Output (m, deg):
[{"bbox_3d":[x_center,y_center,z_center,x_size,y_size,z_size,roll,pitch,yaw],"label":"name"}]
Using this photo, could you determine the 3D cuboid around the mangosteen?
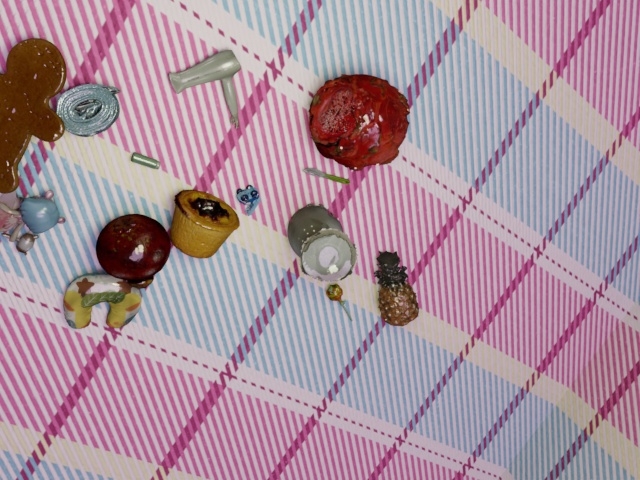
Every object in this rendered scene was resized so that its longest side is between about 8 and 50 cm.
[{"bbox_3d":[-0.556,0.044,1.806,0.215,0.215,0.257,-17,137,-13],"label":"mangosteen"}]

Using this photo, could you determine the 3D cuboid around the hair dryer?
[{"bbox_3d":[-0.310,-0.427,1.778,0.206,0.075,0.237,-24,126,-1],"label":"hair dryer"}]

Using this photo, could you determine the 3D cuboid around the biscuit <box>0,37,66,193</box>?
[{"bbox_3d":[-0.821,-0.341,1.593,0.283,0.064,0.432,34,97,-9],"label":"biscuit"}]

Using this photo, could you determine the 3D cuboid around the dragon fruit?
[{"bbox_3d":[0.121,-0.364,1.827,0.302,0.295,0.295,8,109,-26],"label":"dragon fruit"}]

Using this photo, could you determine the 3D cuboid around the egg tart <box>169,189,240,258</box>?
[{"bbox_3d":[-0.365,-0.049,1.834,0.215,0.215,0.171,18,116,-26],"label":"egg tart"}]

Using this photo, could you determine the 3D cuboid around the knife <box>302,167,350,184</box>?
[{"bbox_3d":[0.020,-0.217,2.001,0.184,0.026,0.022,13,146,-27],"label":"knife"}]

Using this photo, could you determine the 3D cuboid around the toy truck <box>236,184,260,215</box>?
[{"bbox_3d":[-0.231,-0.128,1.932,0.073,0.056,0.090,-23,131,-16],"label":"toy truck"}]

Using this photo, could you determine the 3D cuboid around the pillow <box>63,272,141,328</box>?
[{"bbox_3d":[-0.688,0.194,1.890,0.233,0.086,0.214,3,121,-24],"label":"pillow"}]

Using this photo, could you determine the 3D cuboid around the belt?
[{"bbox_3d":[-0.644,-0.362,1.660,0.163,0.082,0.147,4,102,-12],"label":"belt"}]

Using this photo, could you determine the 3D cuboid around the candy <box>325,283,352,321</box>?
[{"bbox_3d":[0.079,0.237,2.208,0.060,0.060,0.201,-34,128,-4],"label":"candy"}]

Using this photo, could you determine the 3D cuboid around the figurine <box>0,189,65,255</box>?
[{"bbox_3d":[-0.870,-0.038,1.704,0.260,0.103,0.205,-16,116,-14],"label":"figurine"}]

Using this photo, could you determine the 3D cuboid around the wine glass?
[{"bbox_3d":[-0.004,0.004,1.906,0.190,0.357,0.190,-2,108,-7],"label":"wine glass"}]

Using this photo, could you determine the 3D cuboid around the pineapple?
[{"bbox_3d":[0.278,0.167,2.200,0.158,0.158,0.278,-14,104,-14],"label":"pineapple"}]

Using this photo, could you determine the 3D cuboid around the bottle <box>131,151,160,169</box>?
[{"bbox_3d":[-0.523,-0.237,1.787,0.083,0.030,0.030,18,105,-26],"label":"bottle"}]
